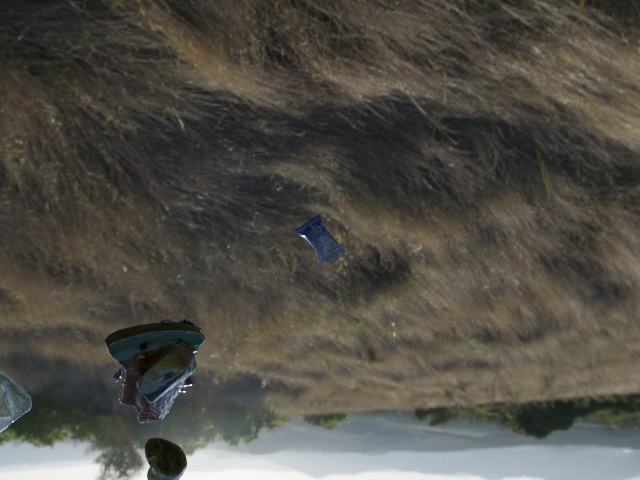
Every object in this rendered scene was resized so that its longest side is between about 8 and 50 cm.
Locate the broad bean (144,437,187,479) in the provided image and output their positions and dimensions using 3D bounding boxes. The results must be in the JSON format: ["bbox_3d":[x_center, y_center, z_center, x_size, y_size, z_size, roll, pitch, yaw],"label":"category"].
[{"bbox_3d":[-0.535,0.756,2.027,0.153,0.207,0.072,26,110,-23],"label":"broad bean"}]

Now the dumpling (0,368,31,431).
[{"bbox_3d":[-0.777,0.361,1.276,0.252,0.179,0.131,-28,-161,-12],"label":"dumpling"}]

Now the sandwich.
[{"bbox_3d":[-0.443,0.367,1.557,0.250,0.162,0.301,2,117,-20],"label":"sandwich"}]

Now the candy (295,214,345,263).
[{"bbox_3d":[-0.001,0.000,1.720,0.088,0.136,0.038,-33,173,-23],"label":"candy"}]

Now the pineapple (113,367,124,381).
[{"bbox_3d":[-0.621,0.418,1.869,0.058,0.058,0.124,18,156,-40],"label":"pineapple"}]
